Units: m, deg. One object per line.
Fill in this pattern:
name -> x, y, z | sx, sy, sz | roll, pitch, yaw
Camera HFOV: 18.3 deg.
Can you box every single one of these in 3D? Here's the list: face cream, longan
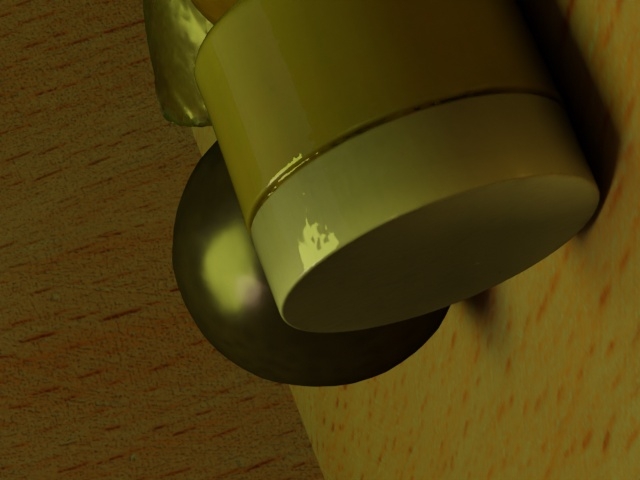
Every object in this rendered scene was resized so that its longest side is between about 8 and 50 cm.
face cream -> 0.047, -0.068, 1.276 | 0.218, 0.218, 0.179 | 94, 157, -69
longan -> 0.000, 0.000, 1.677 | 0.258, 0.258, 0.258 | 161, 90, -81

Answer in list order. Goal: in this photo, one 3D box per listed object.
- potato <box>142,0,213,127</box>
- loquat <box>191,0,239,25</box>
potato -> -0.061, -0.252, 1.590 | 0.330, 0.213, 0.280 | -135, 27, -68
loquat -> -0.003, -0.234, 1.351 | 0.213, 0.213, 0.213 | 161, 90, -81
